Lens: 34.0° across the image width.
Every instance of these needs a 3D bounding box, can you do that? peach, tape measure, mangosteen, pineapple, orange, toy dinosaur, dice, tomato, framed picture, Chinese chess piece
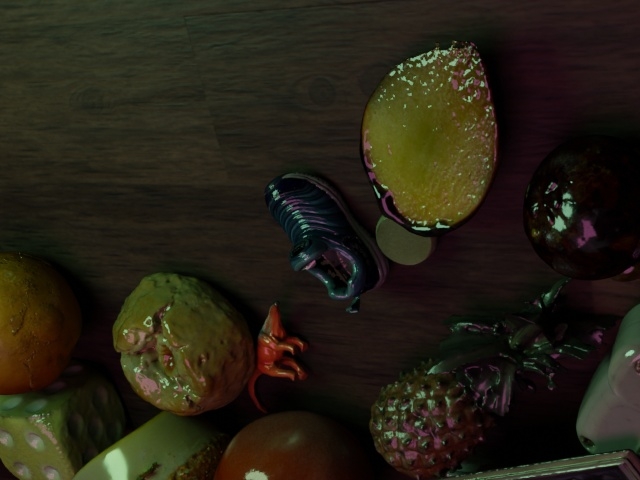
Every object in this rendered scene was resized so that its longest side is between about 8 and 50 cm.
[{"bbox_3d":[0.143,-0.131,1.258,0.189,0.068,0.279,37,133,13],"label":"peach"},{"bbox_3d":[0.460,0.208,1.263,0.258,0.130,0.265,23,129,9],"label":"tape measure"},{"bbox_3d":[0.321,-0.034,1.173,0.183,0.172,0.173,5,127,-5],"label":"mangosteen"},{"bbox_3d":[0.216,0.171,1.379,0.165,0.165,0.364,41,122,-1],"label":"pineapple"},{"bbox_3d":[-0.508,0.133,1.700,0.239,0.240,0.240,14,126,21],"label":"orange"},{"bbox_3d":[-0.068,0.184,1.596,0.101,0.055,0.280,26,132,24],"label":"toy dinosaur"},{"bbox_3d":[-0.455,0.321,1.824,0.166,0.169,0.169,-1,120,29],"label":"dice"},{"bbox_3d":[-0.039,0.382,1.591,0.255,0.224,0.256,8,130,10],"label":"tomato"},{"bbox_3d":[0.319,0.362,1.366,0.296,0.019,0.232,-20,126,36],"label":"framed picture"},{"bbox_3d":[0.114,-0.008,1.377,0.084,0.034,0.084,13,125,19],"label":"Chinese chess piece"}]

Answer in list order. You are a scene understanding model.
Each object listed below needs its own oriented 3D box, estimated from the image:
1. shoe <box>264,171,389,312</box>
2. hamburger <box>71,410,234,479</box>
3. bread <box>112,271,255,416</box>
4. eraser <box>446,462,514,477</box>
[{"bbox_3d":[0.000,0.000,1.400,0.207,0.106,0.091,49,129,0],"label":"shoe"},{"bbox_3d":[-0.266,0.401,1.698,0.179,0.294,0.276,51,144,11],"label":"hamburger"},{"bbox_3d":[-0.222,0.170,1.607,0.244,0.134,0.245,15,121,27],"label":"bread"},{"bbox_3d":[0.336,0.396,1.485,0.290,0.087,0.171,0,119,29],"label":"eraser"}]
